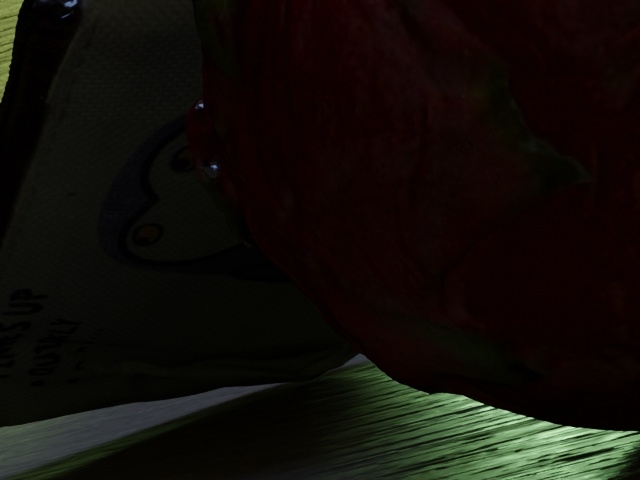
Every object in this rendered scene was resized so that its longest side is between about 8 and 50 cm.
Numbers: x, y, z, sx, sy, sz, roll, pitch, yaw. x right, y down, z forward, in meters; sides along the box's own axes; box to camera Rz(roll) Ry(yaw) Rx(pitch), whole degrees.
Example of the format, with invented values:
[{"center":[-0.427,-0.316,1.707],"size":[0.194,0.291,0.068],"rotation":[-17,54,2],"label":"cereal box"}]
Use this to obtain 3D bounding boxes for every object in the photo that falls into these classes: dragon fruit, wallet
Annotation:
[{"center":[0.103,-0.063,0.492],"size":[0.298,0.244,0.244],"rotation":[-8,5,12],"label":"dragon fruit"},{"center":[-0.051,0.001,0.714],"size":[0.274,0.068,0.335],"rotation":[-7,-33,-31],"label":"wallet"}]
